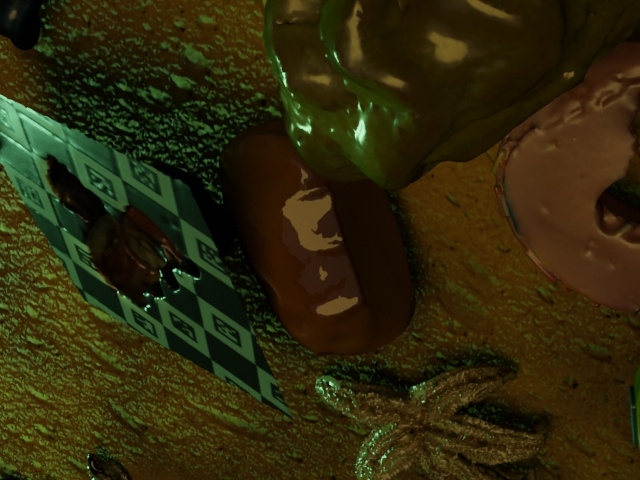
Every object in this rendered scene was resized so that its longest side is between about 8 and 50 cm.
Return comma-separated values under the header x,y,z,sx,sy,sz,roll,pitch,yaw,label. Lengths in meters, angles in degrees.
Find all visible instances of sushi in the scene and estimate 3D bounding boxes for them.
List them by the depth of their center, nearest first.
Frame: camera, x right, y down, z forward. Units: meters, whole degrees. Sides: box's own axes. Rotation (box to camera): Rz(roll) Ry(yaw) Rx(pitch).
x,y,z,sx,sy,sz,roll,pitch,yaw,label
-0.159,-0.013,1.150,0.320,0.069,0.339,24,150,35,sushi

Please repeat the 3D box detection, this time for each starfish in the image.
x,y,z,sx,sy,sz,roll,pitch,yaw,label
0.097,0.187,1.203,0.238,0.071,0.216,27,122,18,starfish

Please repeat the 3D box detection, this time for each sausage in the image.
x,y,z,sx,sy,sz,roll,pitch,yaw,label
0.001,0.000,1.102,0.136,0.120,0.241,-8,115,38,sausage

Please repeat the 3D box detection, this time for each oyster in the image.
x,y,z,sx,sy,sz,roll,pitch,yaw,label
-0.254,0.308,1.471,0.086,0.029,0.132,-25,107,36,oyster

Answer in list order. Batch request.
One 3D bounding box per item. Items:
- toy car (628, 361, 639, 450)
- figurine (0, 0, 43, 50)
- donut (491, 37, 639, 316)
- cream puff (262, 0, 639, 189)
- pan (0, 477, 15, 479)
x,y,z,sx,sy,sz,roll,pitch,yaw,label
0.374,0.154,0.974,0.248,0.142,0.200,-9,119,13,toy car
-0.401,-0.191,1.195,0.338,0.204,0.283,-22,100,22,figurine
0.243,-0.044,0.976,0.199,0.085,0.233,-32,101,36,donut
0.065,-0.196,0.862,0.323,0.274,0.270,-31,109,35,cream puff
-0.370,0.315,1.536,0.115,0.023,0.068,-27,103,38,pan
